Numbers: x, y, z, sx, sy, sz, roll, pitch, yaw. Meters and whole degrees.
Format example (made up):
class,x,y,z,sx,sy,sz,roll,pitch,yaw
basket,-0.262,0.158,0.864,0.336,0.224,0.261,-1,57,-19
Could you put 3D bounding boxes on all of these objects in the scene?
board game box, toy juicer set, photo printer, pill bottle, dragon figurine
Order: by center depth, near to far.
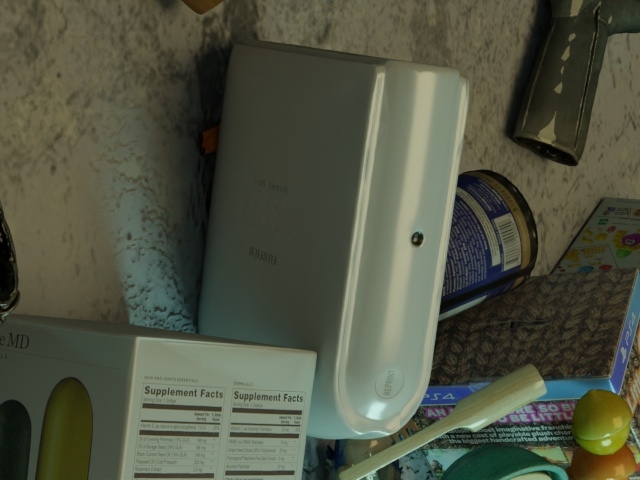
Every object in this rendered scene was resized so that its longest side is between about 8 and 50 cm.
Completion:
class,x,y,z,sx,sy,sz,roll,pitch,yaw
photo printer,0.000,0.000,1.403,0.107,0.256,0.308,3,99,-31
toy juicer set,0.178,0.206,1.494,0.209,0.089,0.329,-39,145,10
dragon figurine,0.039,0.147,1.547,0.144,0.085,0.289,-95,-176,-63
pill bottle,0.087,0.019,1.612,0.219,0.122,0.123,-20,110,-35
board game box,0.236,0.185,1.726,0.291,0.232,0.141,61,37,-35
board game box,0.335,0.095,1.927,0.275,0.144,0.142,-50,130,-35

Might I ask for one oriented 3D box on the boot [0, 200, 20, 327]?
class,x,y,z,sx,sy,sz,roll,pitch,yaw
boot,-0.274,0.031,1.089,0.091,0.229,0.263,-33,119,-45

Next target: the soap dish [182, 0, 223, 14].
class,x,y,z,sx,sy,sz,roll,pitch,yaw
soap dish,-0.088,-0.360,1.367,0.229,0.118,0.291,41,64,-46

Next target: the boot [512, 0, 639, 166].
class,x,y,z,sx,sy,sz,roll,pitch,yaw
boot,0.292,-0.183,1.898,0.189,0.076,0.209,14,76,-37

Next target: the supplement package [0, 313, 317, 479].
class,x,y,z,sx,sy,sz,roll,pitch,yaw
supplement package,-0.151,0.195,1.285,0.198,0.199,0.263,9,87,-51

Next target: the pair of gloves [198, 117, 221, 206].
class,x,y,z,sx,sy,sz,roll,pitch,yaw
pair of gloves,-0.076,-0.068,1.501,0.074,0.010,0.083,-25,115,-46
